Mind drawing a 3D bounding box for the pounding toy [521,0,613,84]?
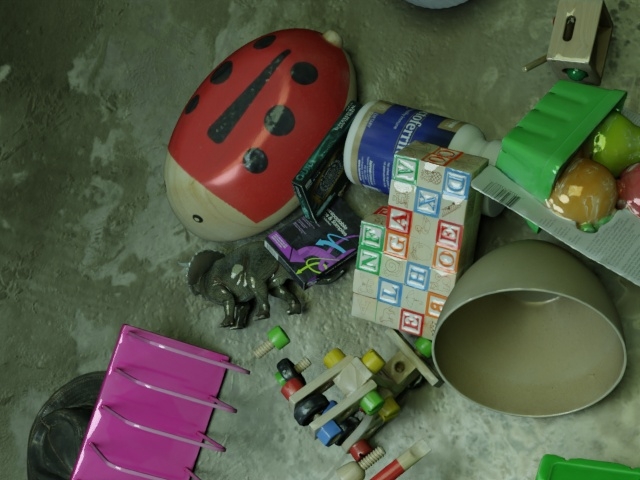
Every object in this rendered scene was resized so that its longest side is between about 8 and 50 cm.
[{"bbox_3d":[0.405,-0.316,1.881,0.100,0.130,0.141,11,83,25],"label":"pounding toy"}]

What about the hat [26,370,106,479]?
[{"bbox_3d":[-0.429,0.392,2.074,0.331,0.134,0.331,-6,75,21],"label":"hat"}]

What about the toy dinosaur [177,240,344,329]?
[{"bbox_3d":[-0.121,0.066,2.025,0.313,0.121,0.160,-17,78,22],"label":"toy dinosaur"}]

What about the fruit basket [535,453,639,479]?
[{"bbox_3d":[0.355,0.537,1.629,0.283,0.392,0.392,4,80,20],"label":"fruit basket"}]

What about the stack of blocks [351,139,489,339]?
[{"bbox_3d":[0.156,-0.002,1.841,0.171,0.087,0.297,17,117,22],"label":"stack of blocks"}]

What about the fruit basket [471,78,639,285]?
[{"bbox_3d":[0.452,-0.078,1.757,0.353,0.165,0.327,35,55,14],"label":"fruit basket"}]

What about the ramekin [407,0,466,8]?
[{"bbox_3d":[0.206,-0.533,2.018,0.273,0.127,0.273,-5,76,23],"label":"ramekin"}]

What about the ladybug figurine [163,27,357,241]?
[{"bbox_3d":[-0.121,-0.204,2.062,0.305,0.162,0.449,39,94,26],"label":"ladybug figurine"}]

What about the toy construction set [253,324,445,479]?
[{"bbox_3d":[0.095,0.248,1.808,0.237,0.257,0.309,-38,40,2],"label":"toy construction set"}]

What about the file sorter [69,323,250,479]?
[{"bbox_3d":[-0.266,0.317,1.945,0.182,0.202,0.291,7,77,67],"label":"file sorter"}]

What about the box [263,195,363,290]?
[{"bbox_3d":[0.000,0.000,1.996,0.162,0.029,0.116,-33,64,-22],"label":"box"}]

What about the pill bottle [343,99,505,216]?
[{"bbox_3d":[0.185,-0.133,1.921,0.264,0.153,0.153,18,86,25],"label":"pill bottle"}]

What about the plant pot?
[{"bbox_3d":[0.323,0.108,1.768,0.284,0.284,0.191,-8,40,21],"label":"plant pot"}]

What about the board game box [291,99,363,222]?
[{"bbox_3d":[0.023,-0.133,1.975,0.026,0.126,0.186,27,69,25],"label":"board game box"}]
